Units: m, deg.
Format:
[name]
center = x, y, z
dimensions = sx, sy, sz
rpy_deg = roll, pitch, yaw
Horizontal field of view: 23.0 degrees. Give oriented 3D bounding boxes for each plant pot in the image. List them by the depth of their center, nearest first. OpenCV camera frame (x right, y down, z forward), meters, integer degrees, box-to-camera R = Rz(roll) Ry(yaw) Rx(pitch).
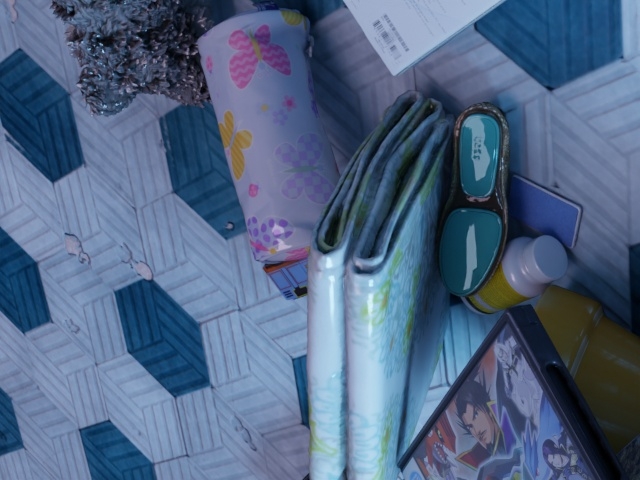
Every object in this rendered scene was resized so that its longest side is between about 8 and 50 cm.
[plant pot]
center = 0.283, 0.170, 1.563
dimensions = 0.188, 0.205, 0.205
rpy_deg = 20, 132, 15

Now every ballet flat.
[ballet flat]
center = 0.162, -0.044, 1.599
dimensions = 0.073, 0.067, 0.206
rpy_deg = 13, 113, 12

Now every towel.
[towel]
center = 0.060, 0.076, 1.610
dimensions = 0.090, 0.320, 0.374
rpy_deg = 10, 127, 15

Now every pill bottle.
[pill bottle]
center = 0.200, 0.033, 1.635
dimensions = 0.116, 0.065, 0.065
rpy_deg = -28, 96, 52

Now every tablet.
[tablet]
center = 0.228, -0.030, 1.608
dimensions = 0.083, 0.006, 0.054
rpy_deg = 30, 136, 29

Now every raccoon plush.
[raccoon plush]
center = -0.259, -0.249, 1.635
dimensions = 0.216, 0.446, 0.299
rpy_deg = 4, 108, 29

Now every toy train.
[toy train]
center = 0.000, 0.000, 1.810
dimensions = 0.184, 0.080, 0.105
rpy_deg = -22, 109, 48

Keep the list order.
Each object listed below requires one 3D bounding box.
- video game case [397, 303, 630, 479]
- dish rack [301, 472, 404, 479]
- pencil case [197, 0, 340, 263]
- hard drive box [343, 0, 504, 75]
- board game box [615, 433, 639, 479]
[video game case]
center = 0.180, 0.238, 1.444
dimensions = 0.248, 0.035, 0.275
rpy_deg = 64, 146, 30
[dish rack]
center = 0.085, 0.392, 2.008
dimensions = 0.271, 0.074, 0.208
rpy_deg = 48, 142, 8
[pencil case]
center = -0.044, -0.110, 1.675
dimensions = 0.113, 0.124, 0.273
rpy_deg = -23, 79, 56
[hard drive box]
center = 0.110, -0.288, 1.473
dimensions = 0.181, 0.089, 0.232
rpy_deg = 56, 142, -3
[board game box]
center = 0.416, 0.263, 1.391
dimensions = 0.291, 0.141, 0.232
rpy_deg = 21, 140, -10
